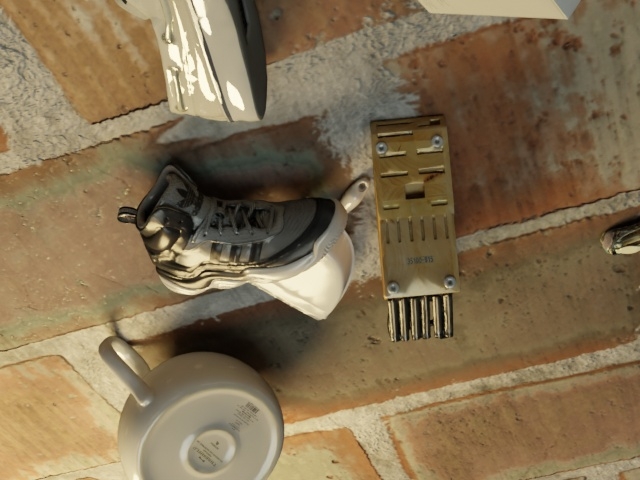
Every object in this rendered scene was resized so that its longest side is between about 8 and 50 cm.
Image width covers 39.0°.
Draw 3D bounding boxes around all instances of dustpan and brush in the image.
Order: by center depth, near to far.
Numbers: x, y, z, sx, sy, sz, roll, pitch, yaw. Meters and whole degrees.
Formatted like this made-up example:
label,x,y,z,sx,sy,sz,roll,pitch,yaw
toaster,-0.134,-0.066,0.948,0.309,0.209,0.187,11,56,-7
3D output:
label,x,y,z,sx,sy,sz,roll,pitch,yaw
dustpan and brush,0.000,0.000,1.143,0.147,0.060,0.211,30,135,-13

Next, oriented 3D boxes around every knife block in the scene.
label,x,y,z,sx,sy,sz,roll,pitch,yaw
knife block,0.115,-0.004,1.129,0.088,0.242,0.275,-5,91,2

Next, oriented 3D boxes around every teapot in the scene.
label,x,y,z,sx,sy,sz,roll,pitch,yaw
teapot,-0.188,0.257,1.315,0.253,0.187,0.256,-5,112,-23

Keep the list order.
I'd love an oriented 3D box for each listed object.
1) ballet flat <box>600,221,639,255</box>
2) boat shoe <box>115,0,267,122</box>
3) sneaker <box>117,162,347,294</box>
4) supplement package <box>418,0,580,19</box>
label,x,y,z,sx,sy,sz,roll,pitch,yaw
ballet flat,0.416,-0.008,1.150,0.114,0.041,0.041,-24,132,21
boat shoe,-0.151,-0.249,0.829,0.157,0.135,0.367,-1,148,7
sneaker,-0.112,-0.023,1.060,0.269,0.101,0.153,-15,136,26
supplement package,0.145,-0.261,0.764,0.105,0.179,0.105,39,82,-34
